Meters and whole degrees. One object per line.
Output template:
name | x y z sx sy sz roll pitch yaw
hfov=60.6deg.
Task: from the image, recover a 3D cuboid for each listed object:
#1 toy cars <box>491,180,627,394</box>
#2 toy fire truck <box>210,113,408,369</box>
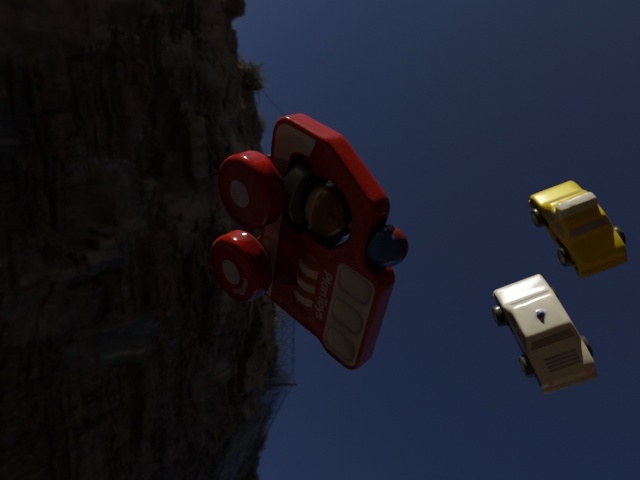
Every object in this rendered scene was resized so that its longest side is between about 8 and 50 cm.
toy cars | 0.375 0.042 0.863 0.176 0.393 0.087 13 -31 31
toy fire truck | 0.000 0.000 0.734 0.254 0.169 0.302 35 -49 28
